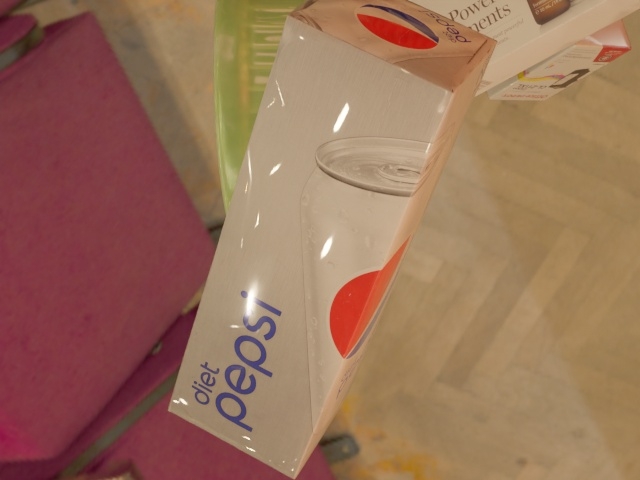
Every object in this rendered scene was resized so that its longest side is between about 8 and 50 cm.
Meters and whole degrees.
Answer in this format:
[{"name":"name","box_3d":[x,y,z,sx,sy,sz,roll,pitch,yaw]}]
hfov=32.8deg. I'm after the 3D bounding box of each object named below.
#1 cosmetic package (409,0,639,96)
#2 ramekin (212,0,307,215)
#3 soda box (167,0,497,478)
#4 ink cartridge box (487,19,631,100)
[{"name":"cosmetic package","box_3d":[0.266,-0.389,1.411,0.377,0.097,0.284,-27,74,34]},{"name":"ramekin","box_3d":[-0.011,-0.135,1.102,0.148,0.303,0.303,-2,123,4]},{"name":"soda box","box_3d":[0.000,0.000,0.636,0.098,0.091,0.286,27,124,9]},{"name":"ink cartridge box","box_3d":[0.332,-0.268,1.557,0.175,0.127,0.072,-31,70,50]}]
